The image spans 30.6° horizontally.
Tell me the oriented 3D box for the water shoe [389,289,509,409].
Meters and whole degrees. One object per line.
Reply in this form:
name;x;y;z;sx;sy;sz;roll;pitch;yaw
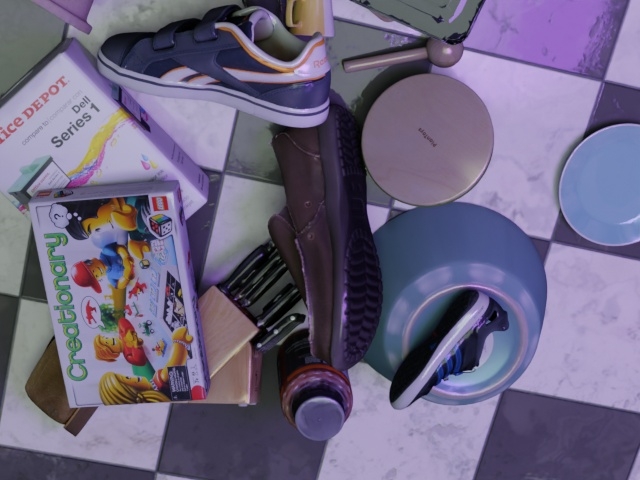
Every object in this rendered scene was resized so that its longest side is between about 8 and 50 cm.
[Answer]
water shoe;0.176;0.163;1.586;0.080;0.073;0.203;34;104;-17

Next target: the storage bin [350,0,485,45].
storage bin;0.124;-0.343;1.516;0.180;0.084;0.122;22;106;-9

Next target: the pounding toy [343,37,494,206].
pounding toy;0.149;-0.158;1.640;0.183;0.110;0.236;-17;81;13

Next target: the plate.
plate;0.440;-0.083;1.718;0.188;0.024;0.188;-1;110;-4

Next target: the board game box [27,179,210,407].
board game box;-0.264;0.076;1.564;0.193;0.053;0.305;-5;111;5

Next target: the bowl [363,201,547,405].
bowl;0.196;0.113;1.695;0.312;0.163;0.311;-2;109;-5

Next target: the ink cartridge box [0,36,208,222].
ink cartridge box;-0.319;-0.105;1.595;0.201;0.117;0.278;-40;108;9

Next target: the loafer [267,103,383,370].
loafer;0.000;0.000;1.623;0.130;0.134;0.365;-8;79;24

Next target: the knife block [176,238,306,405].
knife block;-0.155;0.116;1.686;0.276;0.088;0.242;-1;83;8

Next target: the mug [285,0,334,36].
mug;-0.011;-0.308;1.574;0.062;0.078;0.064;5;101;5

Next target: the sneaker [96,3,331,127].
sneaker;-0.137;-0.249;1.521;0.321;0.126;0.127;13;123;10

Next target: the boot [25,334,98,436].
boot;-0.321;0.141;1.696;0.115;0.112;0.305;36;105;-5

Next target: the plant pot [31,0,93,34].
plant pot;-0.343;-0.460;1.383;0.334;0.334;0.305;31;93;-15

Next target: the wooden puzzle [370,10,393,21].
wooden puzzle;0.074;-0.445;1.550;0.239;0.044;0.221;39;103;-12

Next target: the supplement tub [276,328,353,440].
supplement tub;-0.009;0.212;1.693;0.106;0.198;0.106;-1;110;-4

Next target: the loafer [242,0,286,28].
loafer;-0.072;-0.306;1.573;0.062;0.061;0.170;-13;110;0
